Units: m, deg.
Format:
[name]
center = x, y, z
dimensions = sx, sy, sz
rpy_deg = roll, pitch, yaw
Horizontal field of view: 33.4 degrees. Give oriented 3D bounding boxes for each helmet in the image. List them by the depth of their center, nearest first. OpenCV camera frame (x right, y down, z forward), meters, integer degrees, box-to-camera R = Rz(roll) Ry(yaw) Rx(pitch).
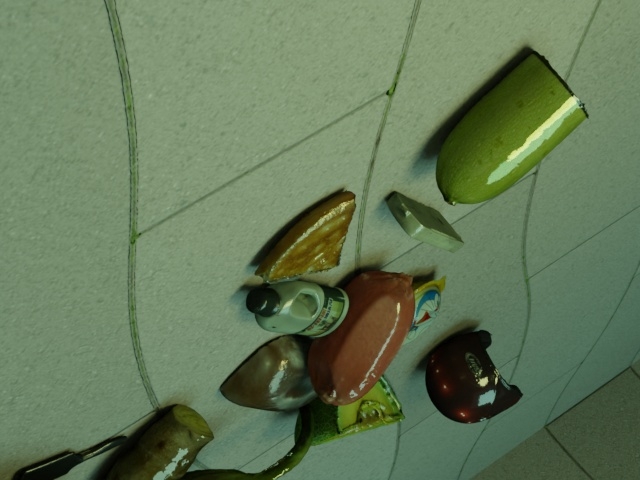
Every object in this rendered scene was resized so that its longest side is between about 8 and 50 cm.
[helmet]
center = 0.330, 0.307, 2.359
dimensions = 0.193, 0.189, 0.216
rpy_deg = -16, 153, -21

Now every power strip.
[power strip]
center = 0.172, -0.026, 1.724
dimensions = 0.029, 0.080, 0.227
rpy_deg = -43, 154, 16

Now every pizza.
[pizza]
center = 0.000, 0.000, 1.594
dimensions = 0.185, 0.036, 0.176
rpy_deg = -46, 156, 12

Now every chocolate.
[chocolate]
center = -0.050, 0.252, 1.895
dimensions = 0.157, 0.080, 0.254
rpy_deg = -45, 154, 14

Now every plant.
[plant]
center = -0.132, 0.414, 1.871
dimensions = 0.333, 0.251, 0.180
rpy_deg = -44, 127, -6

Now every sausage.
[sausage]
center = 0.070, 0.157, 1.807
dimensions = 0.254, 0.148, 0.148
rpy_deg = -55, 151, 14

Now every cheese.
[cheese]
center = 0.135, 0.160, 1.978
dimensions = 0.270, 0.069, 0.177
rpy_deg = -38, 157, -15

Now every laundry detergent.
[laundry detergent]
center = -0.044, 0.103, 1.670
dimensions = 0.099, 0.070, 0.225
rpy_deg = -38, 155, 19

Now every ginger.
[ginger]
center = -0.283, 0.385, 1.777
dimensions = 0.263, 0.109, 0.116
rpy_deg = -47, 140, 16

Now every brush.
[brush]
center = -0.390, 0.347, 1.681
dimensions = 0.193, 0.016, 0.063
rpy_deg = -16, 147, -38

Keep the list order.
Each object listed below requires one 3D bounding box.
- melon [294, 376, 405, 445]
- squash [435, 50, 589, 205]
[melon]
center = 0.029, 0.331, 2.102
dimensions = 0.169, 0.129, 0.265
rpy_deg = -25, 166, 28
[squash]
center = 0.268, -0.152, 1.587
dimensions = 0.247, 0.132, 0.132
rpy_deg = -41, 155, 9
